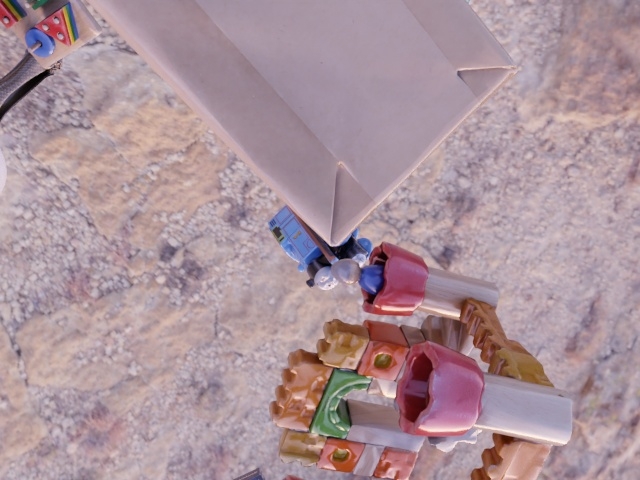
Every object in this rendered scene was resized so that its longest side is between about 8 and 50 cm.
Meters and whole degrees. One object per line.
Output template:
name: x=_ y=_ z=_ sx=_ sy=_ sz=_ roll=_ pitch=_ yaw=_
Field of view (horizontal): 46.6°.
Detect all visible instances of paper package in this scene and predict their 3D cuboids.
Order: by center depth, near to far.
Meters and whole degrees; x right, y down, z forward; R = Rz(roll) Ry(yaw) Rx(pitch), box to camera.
paper package: x=-0.052 y=-0.188 z=0.571 sx=0.168 sy=0.325 sz=0.309 roll=-44 pitch=109 yaw=6

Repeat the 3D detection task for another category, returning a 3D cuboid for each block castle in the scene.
block castle: x=0.060 y=0.253 z=0.847 sx=0.212 sy=0.303 sz=0.453 roll=14 pitch=114 yaw=-13

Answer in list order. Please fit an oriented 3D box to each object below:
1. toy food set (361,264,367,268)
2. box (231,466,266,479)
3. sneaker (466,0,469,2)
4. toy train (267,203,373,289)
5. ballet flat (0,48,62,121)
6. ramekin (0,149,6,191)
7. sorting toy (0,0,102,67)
toy food set: x=0.067 y=0.055 z=1.612 sx=0.019 sy=0.122 sz=0.078 roll=-49 pitch=159 yaw=-32
box: x=-0.117 y=0.456 z=1.185 sx=0.116 sy=0.029 sz=0.162 roll=-24 pitch=101 yaw=-5
sneaker: x=0.219 y=-0.485 z=1.326 sx=0.121 sy=0.108 sz=0.302 roll=-49 pitch=156 yaw=-27
toy train: x=0.000 y=0.000 z=1.076 sx=0.105 sy=0.184 sz=0.080 roll=-45 pitch=131 yaw=7
ballet flat: x=-0.502 y=-0.238 z=1.218 sx=0.058 sy=0.084 sz=0.250 roll=37 pitch=61 yaw=-17
ramekin: x=-0.603 y=-0.112 z=1.085 sx=0.277 sy=0.277 sz=0.135 roll=54 pitch=42 yaw=-35
sorting toy: x=-0.408 y=-0.331 z=1.091 sx=0.132 sy=0.274 sz=0.046 roll=55 pitch=33 yaw=-26
